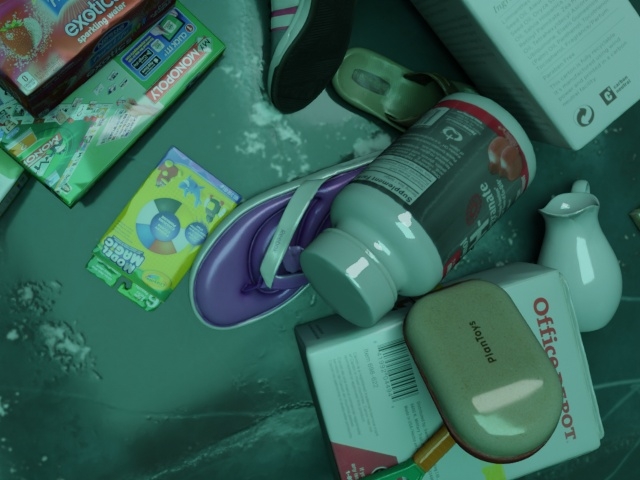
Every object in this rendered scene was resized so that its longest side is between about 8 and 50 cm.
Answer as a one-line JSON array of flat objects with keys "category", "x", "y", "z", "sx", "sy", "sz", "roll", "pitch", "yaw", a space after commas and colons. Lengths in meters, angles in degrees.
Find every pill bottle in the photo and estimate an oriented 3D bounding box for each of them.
[{"category": "pill bottle", "x": 0.126, "y": -0.039, "z": 0.928, "sx": 0.318, "sy": 0.176, "sz": 0.176, "roll": -43, "pitch": 99, "yaw": -21}]

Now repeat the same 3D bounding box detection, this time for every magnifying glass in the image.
[{"category": "magnifying glass", "x": 0.116, "y": 0.322, "z": 0.951, "sx": 0.231, "sy": 0.026, "sz": 0.092, "roll": -44, "pitch": 100, "yaw": 0}]

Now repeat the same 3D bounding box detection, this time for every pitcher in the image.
[{"category": "pitcher", "x": 0.405, "y": 0.020, "z": 1.094, "sx": 0.125, "sy": 0.178, "sz": 0.207, "roll": 0, "pitch": 113, "yaw": 34}]

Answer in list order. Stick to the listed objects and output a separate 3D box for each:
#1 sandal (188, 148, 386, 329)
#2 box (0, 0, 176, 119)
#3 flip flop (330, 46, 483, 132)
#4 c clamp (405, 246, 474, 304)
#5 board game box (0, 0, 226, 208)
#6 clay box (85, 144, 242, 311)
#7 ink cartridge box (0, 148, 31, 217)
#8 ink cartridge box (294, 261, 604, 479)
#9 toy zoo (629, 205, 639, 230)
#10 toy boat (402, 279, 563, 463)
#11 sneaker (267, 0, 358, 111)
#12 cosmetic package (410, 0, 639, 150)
[{"category": "sandal", "x": -0.008, "y": -0.012, "z": 1.009, "sx": 0.416, "sy": 0.102, "sz": 0.169, "roll": -34, "pitch": 112, "yaw": -9}, {"category": "box", "x": -0.311, "y": -0.290, "z": 0.880, "sx": 0.128, "sy": 0.122, "sz": 0.257, "roll": 46, "pitch": 75, "yaw": -8}, {"category": "flip flop", "x": 0.149, "y": -0.214, "z": 1.050, "sx": 0.277, "sy": 0.080, "sz": 0.112, "roll": 21, "pitch": 90, "yaw": -13}, {"category": "c clamp", "x": 0.168, "y": 0.027, "z": 1.050, "sx": 0.160, "sy": 0.137, "sz": 0.022, "roll": -37, "pitch": 121, "yaw": -10}, {"category": "board game box", "x": -0.314, "y": -0.231, "z": 0.963, "sx": 0.213, "sy": 0.046, "sz": 0.317, "roll": 43, "pitch": 75, "yaw": -10}, {"category": "clay box", "x": -0.230, "y": -0.012, "z": 1.016, "sx": 0.127, "sy": 0.053, "sz": 0.222, "roll": 36, "pitch": 87, "yaw": -11}, {"category": "ink cartridge box", "x": -0.477, "y": -0.085, "z": 0.960, "sx": 0.109, "sy": 0.062, "sz": 0.209, "roll": 33, "pitch": 78, "yaw": -10}, {"category": "ink cartridge box", "x": 0.185, "y": 0.218, "z": 1.044, "sx": 0.384, "sy": 0.160, "sz": 0.279, "roll": -16, "pitch": 96, "yaw": -7}, {"category": "toy zoo", "x": 0.684, "y": -0.057, "z": 1.175, "sx": 0.293, "sy": 0.030, "sz": 0.192, "roll": -38, "pitch": 99, "yaw": -5}, {"category": "toy boat", "x": 0.202, "y": 0.175, "z": 0.895, "sx": 0.151, "sy": 0.151, "sz": 0.231, "roll": -18, "pitch": 53, "yaw": -7}, {"category": "sneaker", "x": -0.042, "y": -0.350, "z": 0.995, "sx": 0.123, "sy": 0.178, "sz": 0.296, "roll": -7, "pitch": 135, "yaw": -34}, {"category": "cosmetic package", "x": 0.219, "y": -0.346, "z": 0.909, "sx": 0.161, "sy": 0.230, "sz": 0.453, "roll": -41, "pitch": 104, "yaw": 5}]
